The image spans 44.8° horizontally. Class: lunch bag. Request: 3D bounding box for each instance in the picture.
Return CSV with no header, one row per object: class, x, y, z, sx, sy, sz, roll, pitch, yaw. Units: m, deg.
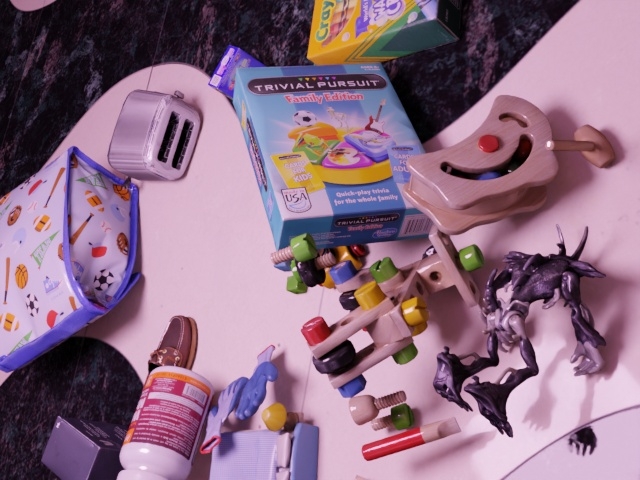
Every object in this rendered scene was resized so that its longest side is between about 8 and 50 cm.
lunch bag,-0.561,0.058,1.655,0.328,0.239,0.385,-31,47,26

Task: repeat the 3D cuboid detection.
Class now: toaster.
toaster,-0.356,-0.214,1.661,0.146,0.129,0.226,8,77,40

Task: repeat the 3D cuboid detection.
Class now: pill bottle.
pill bottle,-0.265,0.334,1.311,0.121,0.121,0.221,-18,43,35

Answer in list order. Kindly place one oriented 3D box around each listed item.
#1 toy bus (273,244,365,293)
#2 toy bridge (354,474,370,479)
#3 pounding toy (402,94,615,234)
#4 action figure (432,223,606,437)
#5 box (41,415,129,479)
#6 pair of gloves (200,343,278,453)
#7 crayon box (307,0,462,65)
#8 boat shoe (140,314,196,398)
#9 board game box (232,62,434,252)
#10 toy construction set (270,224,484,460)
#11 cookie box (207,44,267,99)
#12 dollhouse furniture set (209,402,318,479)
toy bus,-0.008,-0.006,1.285,0.202,0.104,0.190,8,78,43
toy bridge,0.041,0.427,1.084,0.063,0.026,0.188,9,63,39
pounding toy,0.245,-0.131,1.047,0.270,0.155,0.154,-18,60,-10
action figure,0.264,0.109,0.985,0.275,0.141,0.164,-47,33,-20
box,-0.393,0.398,1.417,0.156,0.158,0.093,16,83,44
pair of gloves,-0.128,0.257,1.275,0.198,0.023,0.159,-43,17,29
crayon box,0.094,-0.420,1.384,0.323,0.083,0.203,-8,67,39
boat shoe,-0.287,0.236,1.452,0.073,0.073,0.206,-11,64,43
board game box,0.021,-0.142,1.209,0.079,0.254,0.336,103,155,-48
toy construction set,0.124,0.119,1.066,0.237,0.257,0.308,-22,79,19
cookie box,-0.155,-0.320,1.542,0.040,0.107,0.091,33,94,45
dollhouse furniture set,-0.179,0.404,1.200,0.286,0.198,0.303,-12,65,37
